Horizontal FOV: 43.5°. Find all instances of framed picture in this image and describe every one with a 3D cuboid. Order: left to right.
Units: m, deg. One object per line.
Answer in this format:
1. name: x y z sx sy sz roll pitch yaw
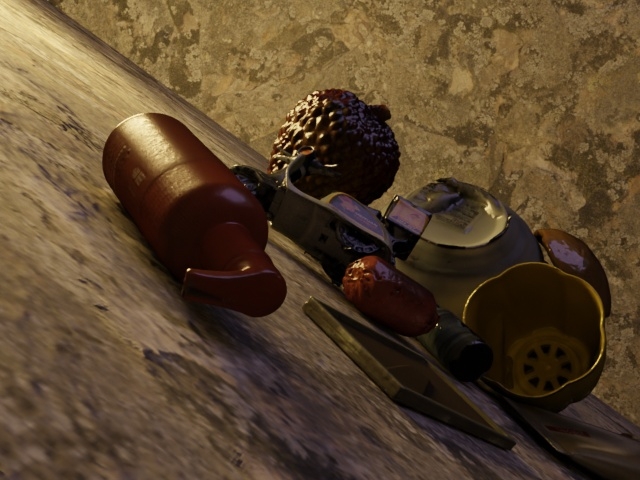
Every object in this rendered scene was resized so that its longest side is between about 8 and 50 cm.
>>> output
1. framed picture: 0.086 0.127 0.755 0.203 0.015 0.150 32 6 -44

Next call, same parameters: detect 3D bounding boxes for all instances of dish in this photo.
1. dish: 0.207 -0.009 1.275 0.316 0.316 0.106 39 -36 37

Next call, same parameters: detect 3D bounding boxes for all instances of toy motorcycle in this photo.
1. toy motorcycle: 0.002 -0.042 1.072 0.263 0.091 0.157 31 45 6

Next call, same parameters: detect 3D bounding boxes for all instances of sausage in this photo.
1. sausage: 0.089 0.072 0.989 0.141 0.076 0.076 31 6 -31

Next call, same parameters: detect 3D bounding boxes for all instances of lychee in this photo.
1. lychee: 0.019 -0.149 1.453 0.236 0.271 0.236 45 0 0

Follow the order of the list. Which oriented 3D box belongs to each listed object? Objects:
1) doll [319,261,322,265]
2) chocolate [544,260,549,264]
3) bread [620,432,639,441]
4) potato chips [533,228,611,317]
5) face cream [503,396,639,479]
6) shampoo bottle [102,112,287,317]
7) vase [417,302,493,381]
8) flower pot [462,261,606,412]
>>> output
1. doll: 0.000 0.000 1.169 0.150 0.077 0.115 26 -37 20
2. chocolate: 0.358 0.138 1.410 0.225 0.210 0.340 38 4 41
3. bread: 0.553 0.377 1.376 0.074 0.053 0.132 40 4 -3
4. potato chips: 0.432 0.040 1.340 0.208 0.062 0.195 35 21 -48
5. face cream: 0.395 0.290 1.027 0.341 0.084 0.137 26 9 -20
6. shampoo bottle: -0.089 -0.019 0.566 0.085 0.085 0.244 32 7 -35
7. vase: 0.154 0.115 1.076 0.060 0.060 0.211 33 6 -28
8. flower pot: 0.310 0.156 1.128 0.195 0.195 0.179 39 -8 36
